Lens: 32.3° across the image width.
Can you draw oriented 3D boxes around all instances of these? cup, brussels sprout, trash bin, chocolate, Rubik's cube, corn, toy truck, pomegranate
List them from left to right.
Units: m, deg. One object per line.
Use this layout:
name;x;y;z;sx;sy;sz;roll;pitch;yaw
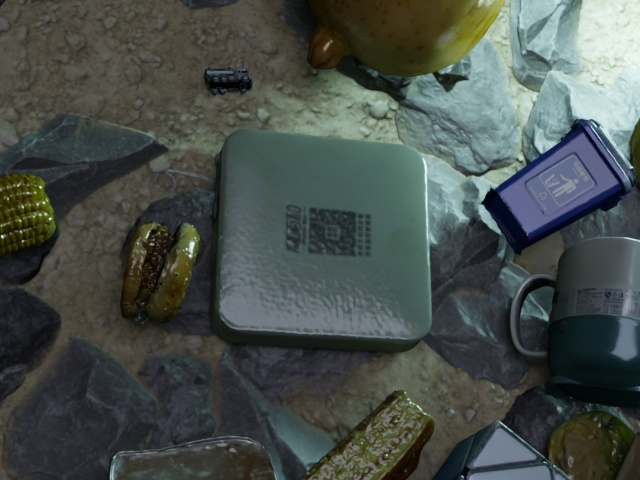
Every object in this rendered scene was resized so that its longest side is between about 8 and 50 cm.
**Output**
corn;-0.589;-0.008;1.733;0.344;0.131;0.131;-20;76;-16
chocolate;-0.197;0.393;1.696;0.253;0.080;0.157;-5;56;-16
toy truck;-0.165;-0.289;1.974;0.083;0.039;0.044;-3;57;-12
pomegranate;0.125;-0.455;1.939;0.410;0.410;0.410;4;70;-11
Rubik's cube;0.268;0.434;1.716;0.207;0.205;0.205;40;68;2
trash bin;0.419;-0.089;1.971;0.234;0.184;0.163;-32;79;-9
cup;0.468;0.140;1.878;0.289;0.219;0.258;5;66;22
brussels sprout;0.462;0.363;1.829;0.122;0.149;0.152;26;101;-36

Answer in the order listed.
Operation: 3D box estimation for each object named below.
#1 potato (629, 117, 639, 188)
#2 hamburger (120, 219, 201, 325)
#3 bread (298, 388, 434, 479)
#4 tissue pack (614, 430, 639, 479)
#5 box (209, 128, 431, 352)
potato;0.827;-0.200;2.017;0.442;0.319;0.385;-24;76;-16
hamburger;-0.255;0.056;1.765;0.113;0.177;0.186;8;112;-9
bread;0.066;0.355;1.713;0.234;0.184;0.110;-40;77;-21
tissue pack;0.520;0.458;1.722;0.192;0.134;0.271;30;85;-38
box;0.000;0.000;1.879;0.373;0.090;0.367;5;68;-10
